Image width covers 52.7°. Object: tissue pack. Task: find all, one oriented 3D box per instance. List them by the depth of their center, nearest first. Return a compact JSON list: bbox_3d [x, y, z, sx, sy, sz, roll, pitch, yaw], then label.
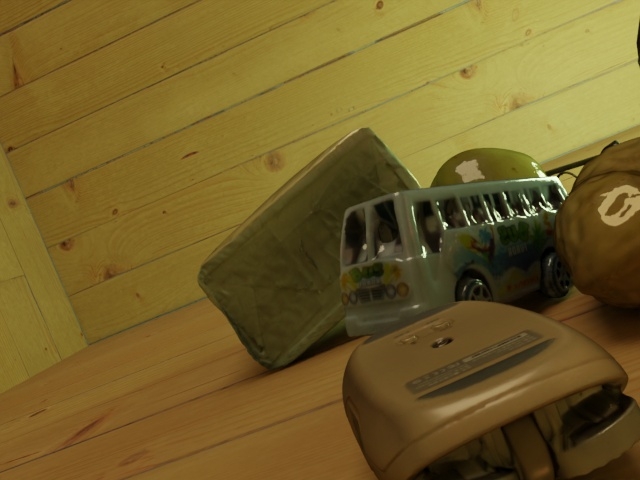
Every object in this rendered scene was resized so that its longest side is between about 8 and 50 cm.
[{"bbox_3d":[0.000,0.000,1.069,0.332,0.205,0.405,-41,2,3],"label":"tissue pack"}]

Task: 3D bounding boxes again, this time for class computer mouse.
[{"bbox_3d":[0.090,0.098,0.403,0.145,0.082,0.236,-22,4,-7],"label":"computer mouse"}]

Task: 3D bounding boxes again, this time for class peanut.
[{"bbox_3d":[0.299,-0.028,0.607,0.148,0.147,0.319,-21,0,31],"label":"peanut"}]

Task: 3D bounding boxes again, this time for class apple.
[{"bbox_3d":[0.264,-0.055,1.018,0.200,0.200,0.200,-22,3,1],"label":"apple"}]

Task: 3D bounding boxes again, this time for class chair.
[{"bbox_3d":[0.480,-0.099,1.145,0.222,0.104,0.095,-28,30,-18],"label":"chair"}]

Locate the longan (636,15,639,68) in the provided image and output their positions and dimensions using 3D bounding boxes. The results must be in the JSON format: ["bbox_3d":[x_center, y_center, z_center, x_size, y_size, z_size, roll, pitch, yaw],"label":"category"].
[{"bbox_3d":[0.534,-0.235,0.654,0.391,0.391,0.391,-22,3,1],"label":"longan"}]

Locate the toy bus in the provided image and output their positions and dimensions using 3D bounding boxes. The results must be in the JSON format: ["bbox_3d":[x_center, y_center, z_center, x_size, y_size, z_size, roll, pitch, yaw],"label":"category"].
[{"bbox_3d":[0.157,0.010,0.663,0.330,0.136,0.109,-9,-3,-44],"label":"toy bus"}]
